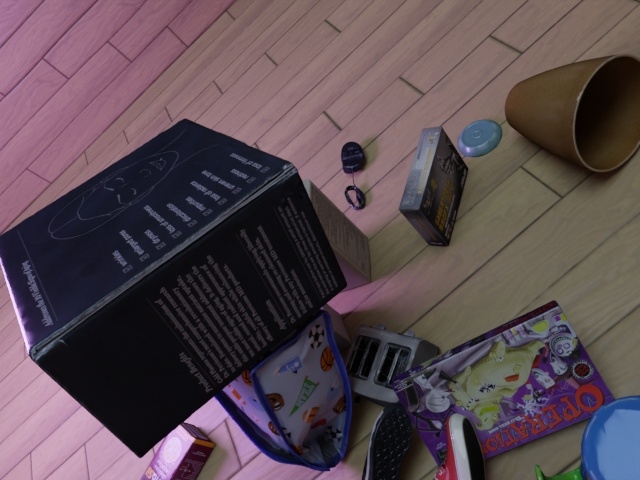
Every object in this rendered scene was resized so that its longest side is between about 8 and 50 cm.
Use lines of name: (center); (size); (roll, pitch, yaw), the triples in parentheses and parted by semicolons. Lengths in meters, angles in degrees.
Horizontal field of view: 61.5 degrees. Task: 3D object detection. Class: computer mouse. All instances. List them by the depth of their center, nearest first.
computer mouse: (0.101, -0.190, 1.586); (0.071, 0.041, 0.242); (-9, 61, 13)

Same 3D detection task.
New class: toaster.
toaster: (0.147, 0.285, 1.187); (0.168, 0.110, 0.185); (8, 68, 40)

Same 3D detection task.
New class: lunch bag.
lunch bag: (-0.109, 0.300, 1.185); (0.239, 0.385, 0.328); (-36, 37, -25)

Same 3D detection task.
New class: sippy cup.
sippy cup: (0.500, 0.340, 0.808); (0.305, 0.224, 0.240); (-50, 45, 0)

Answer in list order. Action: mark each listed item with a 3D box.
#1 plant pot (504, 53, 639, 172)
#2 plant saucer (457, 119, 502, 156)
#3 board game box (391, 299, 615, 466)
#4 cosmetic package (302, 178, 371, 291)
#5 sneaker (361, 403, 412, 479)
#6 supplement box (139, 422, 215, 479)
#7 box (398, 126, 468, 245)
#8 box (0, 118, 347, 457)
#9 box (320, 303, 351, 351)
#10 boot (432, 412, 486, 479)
plant pot: (0.545, -0.292, 1.203); (0.237, 0.237, 0.254); (-52, 32, -3)
plant saucer: (0.413, -0.273, 1.410); (0.119, 0.021, 0.119); (-19, 52, 27)
board game box: (0.333, 0.282, 1.012); (0.347, 0.056, 0.208); (-31, 93, 17)
cosmetic package: (0.000, 0.000, 1.350); (0.129, 0.296, 0.153); (-21, 50, 26)
sneaker: (0.118, 0.440, 1.094); (0.097, 0.084, 0.234); (-175, 98, -76)
supplement box: (-0.375, 0.583, 1.403); (0.104, 0.081, 0.188); (20, 76, 43)
box: (0.279, -0.128, 1.304); (0.056, 0.183, 0.231); (3, 64, 38)
box: (-0.297, 0.041, 1.034); (0.472, 0.297, 0.480); (-37, 37, -18)
box: (0.006, 0.223, 1.337); (0.087, 0.102, 0.101); (-34, 46, 12)
boot: (0.216, 0.448, 1.005); (0.176, 0.088, 0.244); (-11, 82, 34)
